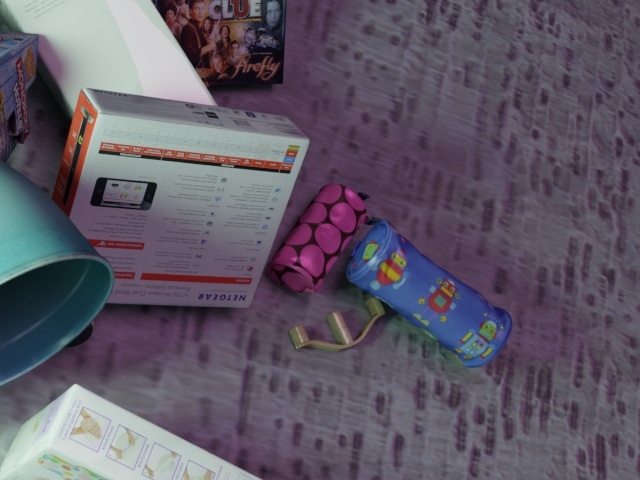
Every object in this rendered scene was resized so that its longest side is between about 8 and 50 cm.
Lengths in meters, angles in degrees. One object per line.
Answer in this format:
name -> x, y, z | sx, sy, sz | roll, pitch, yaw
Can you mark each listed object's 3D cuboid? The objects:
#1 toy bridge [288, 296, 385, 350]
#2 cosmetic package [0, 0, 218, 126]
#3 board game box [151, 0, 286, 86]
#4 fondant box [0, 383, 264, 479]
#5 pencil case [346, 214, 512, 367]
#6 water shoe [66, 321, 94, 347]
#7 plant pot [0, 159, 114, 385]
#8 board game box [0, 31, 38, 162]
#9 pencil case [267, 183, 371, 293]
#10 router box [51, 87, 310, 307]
toy bridge -> 0.032, 0.147, 1.994 | 0.188, 0.026, 0.063 | -19, 80, -36
cosmetic package -> -0.322, -0.268, 1.852 | 0.197, 0.155, 0.365 | -30, 87, -14
board game box -> -0.171, -0.341, 2.024 | 0.243, 0.042, 0.165 | -8, 109, -33
fondant box -> -0.238, 0.330, 1.619 | 0.330, 0.238, 0.096 | 30, 57, -17
pencil case -> 0.176, 0.090, 2.032 | 0.306, 0.133, 0.119 | 37, 80, -19
water shoe -> -0.426, 0.112, 1.721 | 0.203, 0.072, 0.080 | 5, 34, -23
plant pot -> -0.438, 0.015, 1.495 | 0.272, 0.271, 0.255 | -24, 67, -36
board game box -> -0.448, -0.206, 1.713 | 0.060, 0.194, 0.194 | 5, 36, 6
pencil case -> 0.000, 0.000, 2.002 | 0.098, 0.095, 0.209 | 44, 56, -13
router box -> -0.217, -0.051, 1.762 | 0.336, 0.301, 0.082 | 5, 29, -33
